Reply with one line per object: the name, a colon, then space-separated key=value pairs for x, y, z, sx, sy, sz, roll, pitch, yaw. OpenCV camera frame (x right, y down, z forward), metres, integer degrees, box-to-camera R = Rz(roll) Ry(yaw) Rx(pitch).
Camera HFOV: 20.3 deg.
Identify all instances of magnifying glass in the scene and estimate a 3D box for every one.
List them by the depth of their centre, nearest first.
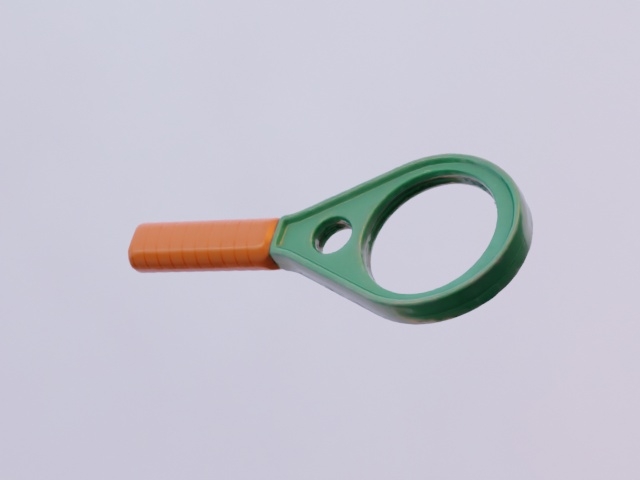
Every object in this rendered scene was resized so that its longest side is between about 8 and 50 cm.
magnifying glass: x=0.000 y=0.000 z=0.919 sx=0.026 sy=0.231 sz=0.092 roll=50 pitch=-132 yaw=-44
